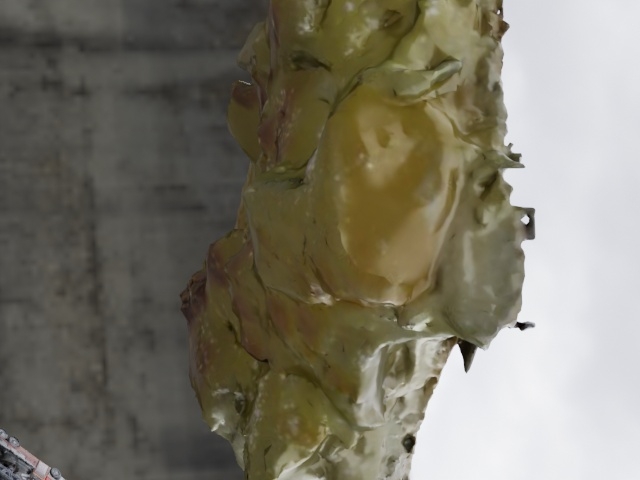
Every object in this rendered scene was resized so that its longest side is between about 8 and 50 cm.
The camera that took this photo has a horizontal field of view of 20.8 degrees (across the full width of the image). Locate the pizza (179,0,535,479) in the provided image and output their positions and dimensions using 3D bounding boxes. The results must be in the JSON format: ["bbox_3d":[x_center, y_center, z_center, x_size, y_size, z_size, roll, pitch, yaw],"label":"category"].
[{"bbox_3d":[0.000,0.000,0.663,0.223,0.089,0.323,-101,-158,-46],"label":"pizza"}]

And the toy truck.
[{"bbox_3d":[-0.193,0.150,1.118,0.024,0.083,0.032,-43,-164,28],"label":"toy truck"}]
